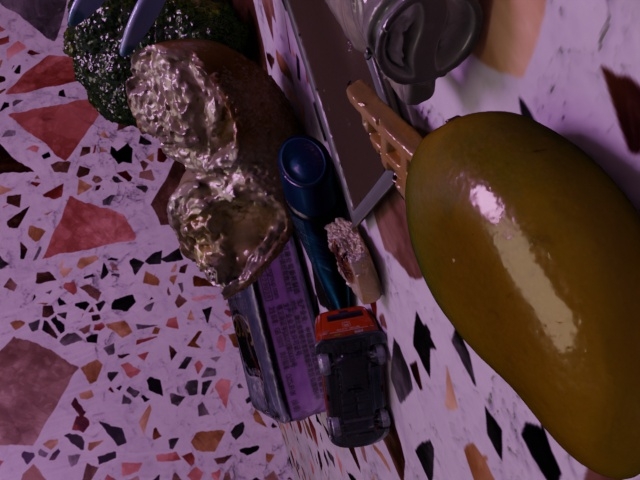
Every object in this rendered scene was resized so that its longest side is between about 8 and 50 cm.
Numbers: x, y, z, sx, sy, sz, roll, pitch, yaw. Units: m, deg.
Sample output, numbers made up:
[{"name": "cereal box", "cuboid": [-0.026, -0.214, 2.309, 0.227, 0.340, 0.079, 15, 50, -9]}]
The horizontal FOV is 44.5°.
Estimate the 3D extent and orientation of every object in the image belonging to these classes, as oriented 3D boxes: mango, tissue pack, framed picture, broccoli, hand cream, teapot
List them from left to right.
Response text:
[{"name": "broccoli", "cuboid": [-0.240, -0.304, 1.208, 0.304, 0.321, 0.284, 124, 161, -62]}, {"name": "tissue pack", "cuboid": [-0.084, 0.106, 1.288, 0.259, 0.122, 0.362, 165, 92, -75]}, {"name": "hand cream", "cuboid": [0.000, 0.000, 0.923, 0.271, 0.061, 0.120, 79, 170, -50]}, {"name": "framed picture", "cuboid": [0.018, -0.163, 0.725, 0.216, 0.016, 0.274, 128, 126, -76]}, {"name": "teapot", "cuboid": [0.030, -0.175, 0.510, 0.107, 0.077, 0.200, 84, 166, -52]}, {"name": "mango", "cuboid": [0.108, 0.013, 0.380, 0.191, 0.085, 0.122, 53, 147, 38]}]

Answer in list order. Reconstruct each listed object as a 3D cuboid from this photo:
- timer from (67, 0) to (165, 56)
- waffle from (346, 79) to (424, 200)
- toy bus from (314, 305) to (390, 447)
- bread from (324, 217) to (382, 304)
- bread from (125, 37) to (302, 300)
[{"name": "timer", "cuboid": [-0.173, -0.343, 0.834, 0.175, 0.255, 0.175, 53, -168, -16]}, {"name": "waffle", "cuboid": [0.062, -0.047, 0.588, 0.153, 0.023, 0.098, 50, 154, 39]}, {"name": "toy bus", "cuboid": [0.036, 0.158, 0.906, 0.077, 0.079, 0.174, -107, 8, -55]}, {"name": "bread", "cuboid": [0.035, 0.023, 0.820, 0.083, 0.035, 0.070, 57, 169, 50]}, {"name": "bread", "cuboid": [-0.100, -0.099, 0.976, 0.171, 0.192, 0.314, -3, 105, 35]}]
